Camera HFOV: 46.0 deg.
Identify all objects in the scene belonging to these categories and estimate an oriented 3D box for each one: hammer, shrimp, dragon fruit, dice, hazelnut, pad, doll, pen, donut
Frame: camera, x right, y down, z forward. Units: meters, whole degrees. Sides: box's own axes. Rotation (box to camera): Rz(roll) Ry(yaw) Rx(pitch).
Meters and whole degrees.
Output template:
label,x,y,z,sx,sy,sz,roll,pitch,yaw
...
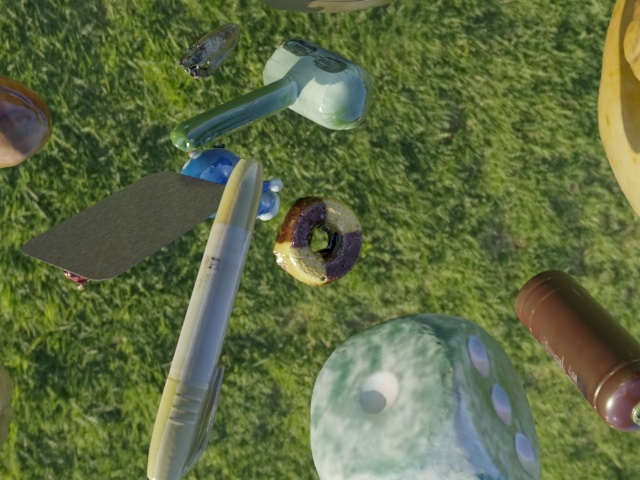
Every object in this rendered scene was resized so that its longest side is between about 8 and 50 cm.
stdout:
label,x,y,z,sx,sy,sz,roll,pitch,yaw
hammer,-0.090,-0.215,1.222,0.335,0.206,0.119,-29,132,-25
shrimp,-0.217,-0.351,1.448,0.047,0.223,0.126,38,125,1
dragon fruit,-0.553,0.043,1.782,0.068,0.126,0.112,-2,153,17
dice,0.203,0.362,1.436,0.330,0.328,0.348,-24,136,28
hazelnut,-0.590,-0.225,1.407,0.182,0.182,0.182,-13,130,-16
pad,-0.246,-0.029,1.006,0.266,0.176,0.002,-39,134,-44
doll,-0.206,-0.121,1.727,0.215,0.161,0.257,-23,154,20
pen,-0.073,0.054,0.523,0.040,0.032,0.233,17,81,-8
donut,0.000,0.000,1.127,0.140,0.059,0.140,0,91,-16

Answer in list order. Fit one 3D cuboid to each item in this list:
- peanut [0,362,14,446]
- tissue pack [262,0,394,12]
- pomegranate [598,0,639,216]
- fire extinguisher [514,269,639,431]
label,x,y,z,sx,sy,sz,roll,pitch,yaw
peanut,-0.375,0.152,0.670,0.313,0.149,0.149,-14,146,39
tissue pack,0.032,-0.604,1.515,0.387,0.267,0.277,-13,169,-23
pomegranate,0.406,-0.142,0.591,0.411,0.411,0.411,-13,130,-16
fire extinguisher,0.391,0.171,0.993,0.138,0.344,0.102,25,109,-27
